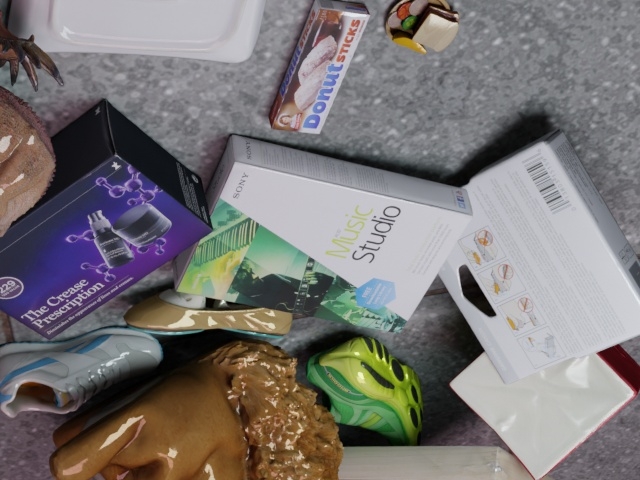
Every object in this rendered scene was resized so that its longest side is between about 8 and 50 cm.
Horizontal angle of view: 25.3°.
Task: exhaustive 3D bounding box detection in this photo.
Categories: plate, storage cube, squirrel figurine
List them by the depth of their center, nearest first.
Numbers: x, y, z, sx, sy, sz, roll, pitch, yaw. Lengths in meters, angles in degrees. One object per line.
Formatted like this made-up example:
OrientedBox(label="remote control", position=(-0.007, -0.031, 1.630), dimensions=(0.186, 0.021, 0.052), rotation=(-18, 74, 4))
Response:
OrientedBox(label="plate", position=(-0.171, -0.290, 1.473), dimensions=(0.278, 0.045, 0.277), rotation=(0, 135, -20))
OrientedBox(label="squirrel figurine", position=(-0.128, 0.345, 1.910), dimensions=(0.397, 0.370, 0.281), rotation=(-30, -176, -16))
OrientedBox(label="storage cube", position=(0.318, 0.190, 1.982), dimensions=(0.215, 0.183, 0.193), rotation=(-44, 172, 14))

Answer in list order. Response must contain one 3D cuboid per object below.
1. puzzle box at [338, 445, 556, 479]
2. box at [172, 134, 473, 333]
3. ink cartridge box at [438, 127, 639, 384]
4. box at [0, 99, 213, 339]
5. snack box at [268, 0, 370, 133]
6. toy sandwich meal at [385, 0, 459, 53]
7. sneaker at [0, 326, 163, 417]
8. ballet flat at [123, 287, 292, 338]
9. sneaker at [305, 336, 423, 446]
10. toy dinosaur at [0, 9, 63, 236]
OrientedBox(label="puzzle box", position=(0.143, 0.363, 2.112), dimensions=(0.409, 0.052, 0.272), rotation=(-6, 154, 35))
OrientedBox(label="box", position=(0.000, 0.000, 1.806), dimensions=(0.322, 0.058, 0.232), rotation=(12, 131, -18))
OrientedBox(label="ink cartridge box", position=(0.274, 0.028, 1.837), dimensions=(0.239, 0.275, 0.060), rotation=(-28, -175, 39))
OrientedBox(label="box", position=(-0.288, -0.018, 1.683), dimensions=(0.261, 0.103, 0.184), rotation=(-33, 134, 17))
OrientedBox(label="snack box", position=(-0.003, -0.199, 1.645), dimensions=(0.064, 0.022, 0.178), rotation=(3, 134, -24))
OrientedBox(label="toy sandwich meal", position=(0.116, -0.246, 1.631), dimensions=(0.085, 0.029, 0.085), rotation=(-10, 138, -9))
OrientedBox(label="sneaker", position=(-0.319, 0.179, 1.888), dimensions=(0.228, 0.092, 0.087), rotation=(-10, 136, -11))
OrientedBox(label="ballet flat", position=(-0.145, 0.084, 1.877), dimensions=(0.232, 0.080, 0.073), rotation=(4, 106, -26))
OrientedBox(label="sneaker", position=(0.070, 0.225, 2.086), dimensions=(0.123, 0.109, 0.295), rotation=(-8, 145, 24))
OrientedBox(label="toy dinosaur", position=(-0.336, -0.115, 1.483), dimensions=(0.200, 0.127, 0.296), rotation=(-39, 135, -18))
